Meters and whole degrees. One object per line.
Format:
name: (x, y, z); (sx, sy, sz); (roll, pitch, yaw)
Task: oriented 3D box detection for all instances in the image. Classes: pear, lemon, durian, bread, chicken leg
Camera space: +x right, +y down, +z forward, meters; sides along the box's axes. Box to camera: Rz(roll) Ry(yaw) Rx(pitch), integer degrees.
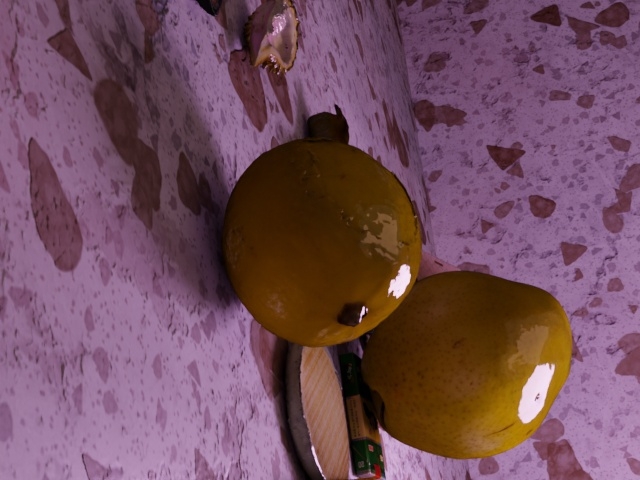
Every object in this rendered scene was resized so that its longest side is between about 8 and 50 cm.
pear: (0.286, 0.234, 1.957); (0.362, 0.418, 0.363); (164, -90, -80)
lemon: (0.000, -0.001, 1.416); (0.297, 0.297, 0.297); (-12, 90, -76)
durian: (-0.100, -0.348, 1.764); (0.224, 0.078, 0.140); (-61, 150, -55)
bread: (-0.005, 0.282, 1.644); (0.267, 0.040, 0.267); (-12, 90, -76)
chicken leg: (0.033, -0.110, 1.987); (0.201, 0.152, 0.429); (81, -1, -47)

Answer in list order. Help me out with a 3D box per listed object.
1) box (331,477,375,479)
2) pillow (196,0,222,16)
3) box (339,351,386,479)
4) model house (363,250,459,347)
box: (0.037, 0.450, 1.579); (0.269, 0.043, 0.153); (39, 62, -70)
pillow: (-0.181, -0.412, 1.526); (0.090, 0.048, 0.150); (-59, 133, -67)
box: (0.082, 0.344, 1.959); (0.132, 0.034, 0.235); (47, 32, -66)
model house: (0.212, 0.163, 2.213); (0.326, 0.244, 0.169); (63, 15, -47)
